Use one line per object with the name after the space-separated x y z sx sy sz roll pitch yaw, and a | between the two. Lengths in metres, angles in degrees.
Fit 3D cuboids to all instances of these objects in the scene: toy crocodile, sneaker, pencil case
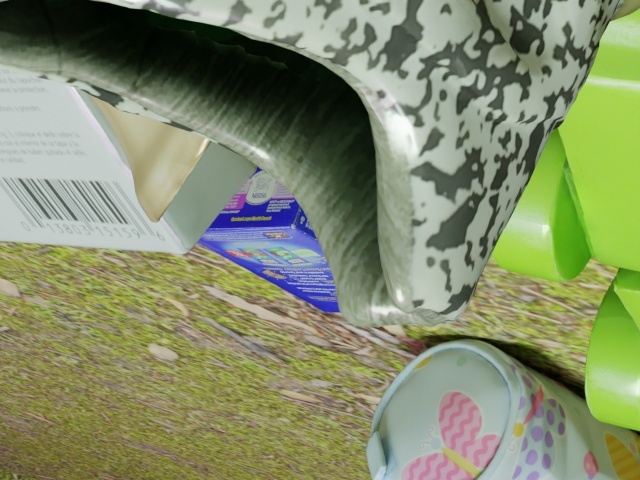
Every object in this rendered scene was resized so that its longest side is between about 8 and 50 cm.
0.146 0.001 0.614 0.115 0.105 0.340 10 157 28 | toy crocodile
-0.094 -0.104 0.353 0.410 0.182 0.158 23 163 -15 | sneaker
0.151 0.160 1.077 0.124 0.113 0.273 -23 140 34 | pencil case

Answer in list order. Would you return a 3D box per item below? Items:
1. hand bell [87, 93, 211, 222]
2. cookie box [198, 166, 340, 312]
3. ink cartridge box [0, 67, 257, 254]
-0.117 -0.123 0.512 0.242 0.126 0.126 33 162 -6 | hand bell
0.000 0.000 0.848 0.107 0.040 0.092 31 159 -37 | cookie box
-0.191 -0.100 0.703 0.275 0.060 0.239 3 136 42 | ink cartridge box
